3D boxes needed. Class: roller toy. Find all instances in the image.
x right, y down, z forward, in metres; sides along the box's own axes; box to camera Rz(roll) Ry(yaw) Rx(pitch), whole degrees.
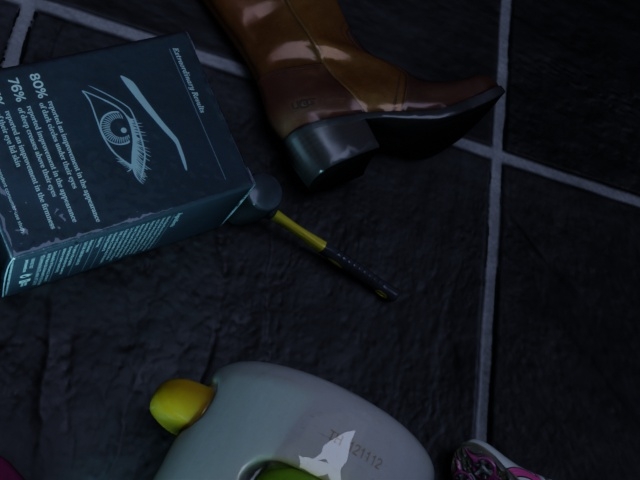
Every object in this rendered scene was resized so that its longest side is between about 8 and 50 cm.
[{"bbox_3d":[-0.021,0.183,0.655,0.191,0.209,0.146,52,54,-40],"label":"roller toy"}]

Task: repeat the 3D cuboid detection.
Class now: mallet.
[{"bbox_3d":[0.000,0.000,0.800,0.190,0.062,0.039,31,64,-11],"label":"mallet"}]

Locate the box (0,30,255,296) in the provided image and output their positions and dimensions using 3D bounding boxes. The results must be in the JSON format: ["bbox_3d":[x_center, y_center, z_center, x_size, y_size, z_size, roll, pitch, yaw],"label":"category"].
[{"bbox_3d":[-0.183,-0.065,0.719,0.207,0.108,0.153,-18,79,-28],"label":"box"}]

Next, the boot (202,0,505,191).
[{"bbox_3d":[0.027,-0.207,0.893,0.264,0.096,0.280,-23,74,-21],"label":"boot"}]

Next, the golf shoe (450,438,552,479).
[{"bbox_3d":[0.193,0.247,0.801,0.186,0.067,0.086,46,34,-2],"label":"golf shoe"}]

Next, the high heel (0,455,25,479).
[{"bbox_3d":[-0.356,0.273,0.549,0.377,0.127,0.181,-12,49,-23],"label":"high heel"}]
